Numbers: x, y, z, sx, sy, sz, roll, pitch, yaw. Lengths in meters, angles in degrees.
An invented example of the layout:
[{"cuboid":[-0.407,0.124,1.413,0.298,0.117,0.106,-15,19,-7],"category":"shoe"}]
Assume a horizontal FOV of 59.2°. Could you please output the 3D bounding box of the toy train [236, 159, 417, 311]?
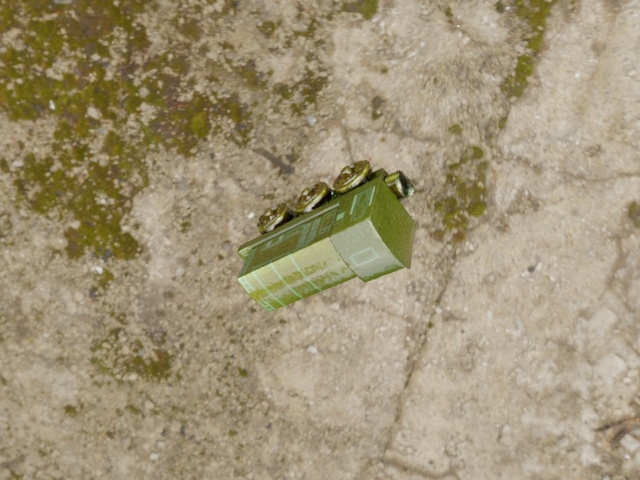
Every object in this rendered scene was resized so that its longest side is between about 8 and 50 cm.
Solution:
[{"cuboid":[0.000,0.000,0.626,0.225,0.137,0.090,-26,118,32],"category":"toy train"}]
